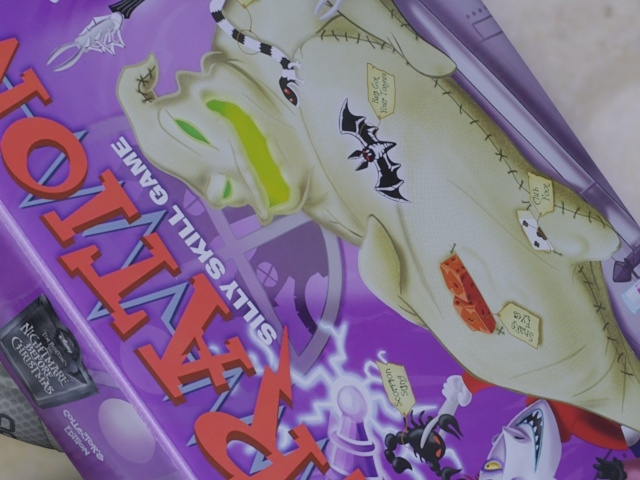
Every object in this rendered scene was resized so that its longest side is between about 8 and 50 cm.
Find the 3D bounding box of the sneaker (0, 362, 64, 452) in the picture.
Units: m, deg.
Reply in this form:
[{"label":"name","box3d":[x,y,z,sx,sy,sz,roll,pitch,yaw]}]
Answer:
[{"label":"sneaker","box3d":[-0.064,-0.002,0.615,0.075,0.063,0.170,24,102,3]}]

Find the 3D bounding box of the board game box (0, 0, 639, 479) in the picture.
[{"label":"board game box","box3d":[0.000,0.000,0.546,0.347,0.208,0.056,55,140,-2]}]
